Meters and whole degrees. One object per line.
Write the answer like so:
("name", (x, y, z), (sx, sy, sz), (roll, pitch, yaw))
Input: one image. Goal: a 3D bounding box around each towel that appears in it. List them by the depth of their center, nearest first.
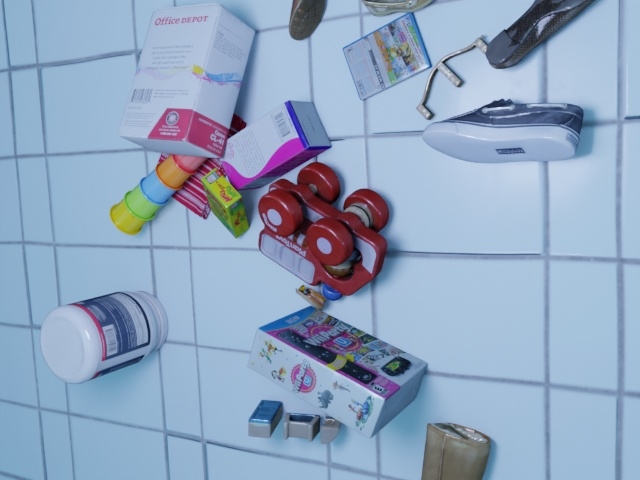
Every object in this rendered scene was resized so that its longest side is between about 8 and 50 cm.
("towel", (-0.301, -0.213, 1.721), (0.198, 0.031, 0.275), (35, 112, 22))

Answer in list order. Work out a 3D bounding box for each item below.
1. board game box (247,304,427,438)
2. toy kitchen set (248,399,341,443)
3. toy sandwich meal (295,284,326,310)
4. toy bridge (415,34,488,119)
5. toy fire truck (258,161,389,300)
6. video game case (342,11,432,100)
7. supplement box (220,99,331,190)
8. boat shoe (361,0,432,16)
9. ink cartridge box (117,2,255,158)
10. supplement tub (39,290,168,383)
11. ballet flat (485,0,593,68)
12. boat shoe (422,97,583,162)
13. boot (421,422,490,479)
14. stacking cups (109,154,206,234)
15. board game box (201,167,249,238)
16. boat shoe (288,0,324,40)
("board game box", (0.036, 0.260, 1.482), (0.303, 0.224, 0.098), (23, 109, 24))
("toy kitchen set", (-0.050, 0.356, 1.629), (0.207, 0.122, 0.166), (3, 99, 9))
("toy sandwich meal", (-0.020, 0.124, 1.586), (0.085, 0.085, 0.029), (37, 85, 21))
("toy bridge", (0.252, -0.325, 1.391), (0.063, 0.026, 0.188), (49, 117, 16))
("toy fire truck", (0.000, 0.000, 1.523), (0.302, 0.169, 0.254), (32, 137, 21))
("video game case", (0.134, -0.375, 1.458), (0.166, 0.015, 0.119), (-21, 86, 30))
("supplement box", (-0.105, -0.205, 1.562), (0.220, 0.114, 0.111), (-26, 84, 29))
("boat shoe", (0.156, -0.483, 1.404), (0.153, 0.048, 0.056), (0, 78, 33))
("ink cartridge box", (-0.296, -0.348, 1.576), (0.226, 0.131, 0.306), (10, 81, 36))
("supplement tub", (-0.534, 0.232, 1.775), (0.191, 0.272, 0.191), (4, 99, 29))
("ballet flat", (0.408, -0.398, 1.281), (0.250, 0.058, 0.084), (-41, 55, 22))
("boat shoe", (0.334, -0.213, 1.323), (0.301, 0.108, 0.102), (5, 67, 41))
("boot", (0.220, 0.507, 1.497), (0.236, 0.089, 0.270), (11, 102, 17))
("stacking cups", (-0.384, -0.131, 1.712), (0.316, 0.096, 0.096), (-37, 79, 32))
("board game box", (-0.213, -0.080, 1.611), (0.043, 0.181, 0.092), (-38, 73, -14))
("boat shoe", (-0.026, -0.514, 1.510), (0.060, 0.064, 0.178), (57, 134, 49))
